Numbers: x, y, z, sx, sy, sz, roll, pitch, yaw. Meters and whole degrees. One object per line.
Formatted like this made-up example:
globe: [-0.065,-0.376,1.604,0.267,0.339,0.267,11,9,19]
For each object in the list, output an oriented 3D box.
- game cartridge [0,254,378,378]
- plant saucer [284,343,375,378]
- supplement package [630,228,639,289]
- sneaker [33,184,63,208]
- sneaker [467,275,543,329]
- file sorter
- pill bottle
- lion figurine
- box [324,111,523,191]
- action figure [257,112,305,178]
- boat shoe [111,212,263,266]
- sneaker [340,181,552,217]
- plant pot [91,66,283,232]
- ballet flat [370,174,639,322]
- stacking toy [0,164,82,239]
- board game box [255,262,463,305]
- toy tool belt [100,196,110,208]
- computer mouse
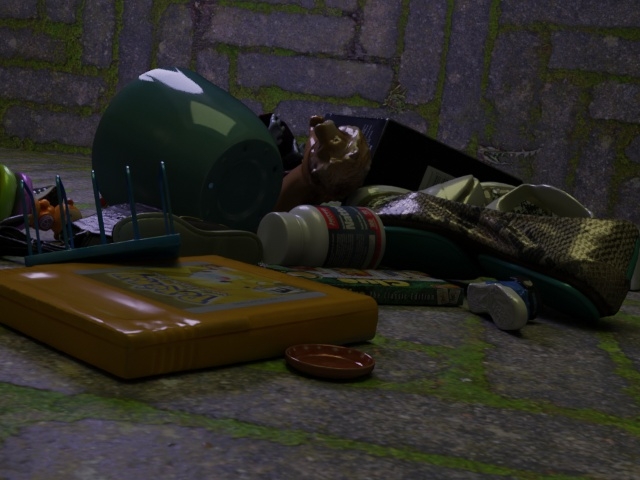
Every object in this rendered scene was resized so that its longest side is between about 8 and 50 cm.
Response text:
game cartridge: [-0.147,0.064,0.890,0.285,0.053,0.323,12,8,41]
plant saucer: [0.008,0.112,0.795,0.083,0.013,0.083,7,7,-1]
supplement package: [0.517,0.022,1.591,0.179,0.105,0.105,12,9,39]
sneaker: [-0.530,-0.071,1.554,0.086,0.064,0.192,11,10,-2]
sneaker: [0.252,0.078,1.098,0.084,0.058,0.152,-4,3,-11]
file sorter: [-0.259,-0.023,1.017,0.170,0.105,0.118,-9,-8,-13]
pill bottle: [0.000,0.000,1.301,0.180,0.108,0.108,0,10,-39]
lion figurine: [-0.046,-0.094,1.615,0.142,0.392,0.240,32,34,-19]
box: [0.182,-0.121,1.813,0.343,0.179,0.312,21,3,-23]
action figure: [-0.211,-0.132,1.915,0.370,0.248,0.276,-20,29,18]
boat shoe: [-0.194,0.006,1.216,0.227,0.081,0.068,10,1,-35]
sneaker: [0.246,-0.015,1.560,0.410,0.158,0.182,-3,15,-14]
plant pot: [-0.207,-0.127,1.492,0.235,0.293,0.293,29,20,38]
ballet flat: [0.258,-0.012,1.306,0.482,0.182,0.164,14,-25,45]
stacking toy: [-0.492,-0.058,1.282,0.301,0.175,0.165,18,-1,-39]
board game box: [0.052,0.061,1.188,0.259,0.030,0.136,3,10,-23]
toy tool belt: [-0.389,-0.057,1.680,0.083,0.052,0.051,12,-22,21]
computer mouse: [-0.346,-0.004,1.242,0.184,0.060,0.262,13,21,18]
